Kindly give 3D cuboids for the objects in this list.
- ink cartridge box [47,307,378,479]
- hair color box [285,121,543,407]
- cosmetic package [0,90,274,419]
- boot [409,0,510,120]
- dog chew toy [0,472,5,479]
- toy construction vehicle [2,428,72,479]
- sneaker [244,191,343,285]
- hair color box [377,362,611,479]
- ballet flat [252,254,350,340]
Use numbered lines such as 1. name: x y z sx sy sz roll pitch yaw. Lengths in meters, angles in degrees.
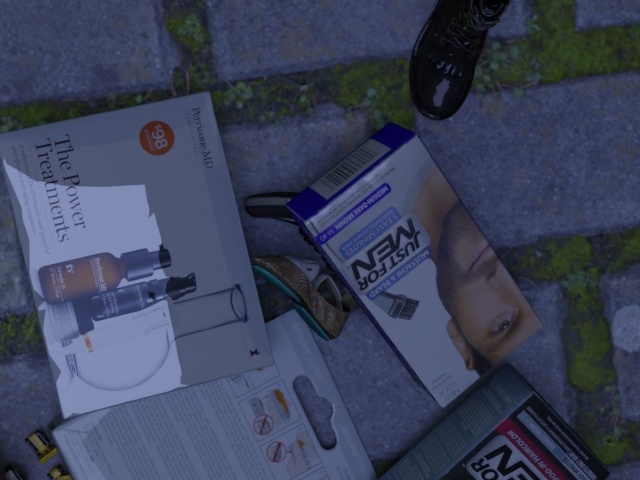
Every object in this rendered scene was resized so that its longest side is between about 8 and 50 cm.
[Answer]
1. ink cartridge box: -0.146 0.309 1.581 0.385 0.091 0.308 -26 98 -15
2. hair color box: 0.129 0.034 1.477 0.185 0.110 0.338 -39 114 -4
3. cosmetic package: -0.244 0.017 1.467 0.285 0.097 0.377 -14 91 -14
4. boot: 0.188 -0.281 1.421 0.091 0.229 0.262 15 97 -4
5. dog chew toy: -0.504 0.447 1.516 0.207 0.206 0.331 -14 105 0
6. toy construction vehicle: -0.404 0.329 1.584 0.086 0.035 0.098 -40 100 -8
7. sneaker: 0.000 0.000 1.526 0.222 0.083 0.118 8 98 -4
8. hair color box: 0.196 0.372 1.553 0.374 0.113 0.185 -43 109 4
9. ballet flat: -0.021 0.062 1.509 0.067 0.073 0.206 -51 139 -10
